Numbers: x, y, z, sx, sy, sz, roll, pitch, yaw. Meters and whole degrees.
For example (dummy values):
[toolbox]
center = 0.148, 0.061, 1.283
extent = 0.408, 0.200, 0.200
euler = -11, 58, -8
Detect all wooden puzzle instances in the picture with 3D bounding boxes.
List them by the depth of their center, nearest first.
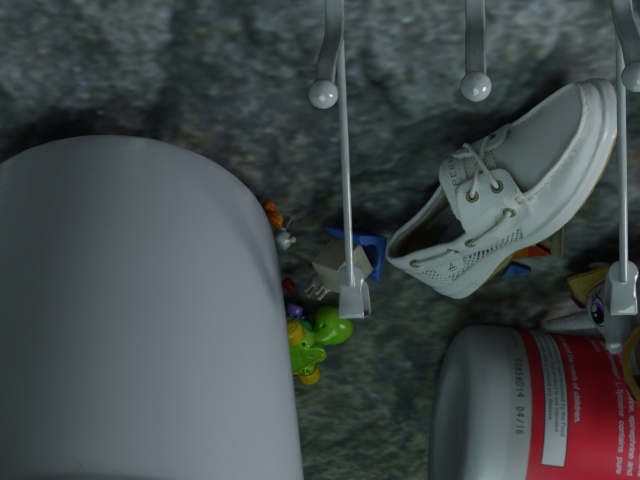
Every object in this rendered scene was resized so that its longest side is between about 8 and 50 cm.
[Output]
[wooden puzzle]
center = 0.198, -0.004, 1.055
extent = 0.078, 0.014, 0.116
euler = -8, 137, 13

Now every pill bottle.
[pill bottle]
center = 0.330, 0.221, 1.134
extent = 0.407, 0.229, 0.229
euler = 7, 138, -4

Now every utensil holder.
[utensil holder]
center = -0.174, 0.151, 0.899
extent = 0.327, 0.386, 0.328
euler = -3, 134, -4

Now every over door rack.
[over door rack]
center = 0.119, -0.080, 0.816
extent = 0.239, 0.108, 0.324
euler = -1, 109, 11

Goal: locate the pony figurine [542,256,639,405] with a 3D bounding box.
[pony figurine]
center = 0.358, 0.056, 0.914
extent = 0.351, 0.363, 0.303
euler = -41, 116, 20

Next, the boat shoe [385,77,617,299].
[boat shoe]
center = 0.147, -0.042, 0.949
extent = 0.096, 0.098, 0.277
euler = 17, 137, -21

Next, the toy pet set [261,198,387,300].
[toy pet set]
center = 0.000, 0.000, 1.057
extent = 0.114, 0.065, 0.122
euler = 18, 148, 40

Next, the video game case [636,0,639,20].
[video game case]
center = 0.425, -0.252, 0.749
extent = 0.328, 0.036, 0.300
euler = 7, 138, -3

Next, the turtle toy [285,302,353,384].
[turtle toy]
center = -0.029, 0.102, 1.148
extent = 0.130, 0.066, 0.095
euler = -7, 137, 11
